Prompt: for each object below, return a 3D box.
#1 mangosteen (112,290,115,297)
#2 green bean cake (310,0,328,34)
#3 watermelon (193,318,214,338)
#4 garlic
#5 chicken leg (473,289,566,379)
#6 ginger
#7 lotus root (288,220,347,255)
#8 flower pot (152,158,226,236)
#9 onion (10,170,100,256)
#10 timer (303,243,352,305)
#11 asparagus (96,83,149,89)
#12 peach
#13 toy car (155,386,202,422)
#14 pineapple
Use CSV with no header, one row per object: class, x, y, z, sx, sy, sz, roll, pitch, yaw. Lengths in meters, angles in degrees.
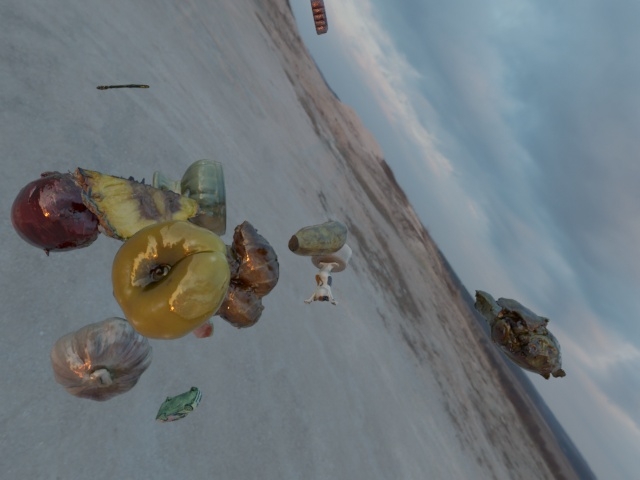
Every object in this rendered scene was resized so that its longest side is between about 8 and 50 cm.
mangosteen,-0.756,0.208,1.654,0.156,0.181,0.145,18,40,-41
green bean cake,-0.004,-0.946,1.723,0.135,0.057,0.135,-93,172,-52
watermelon,-0.435,0.310,1.503,0.092,0.084,0.072,26,9,33
garlic,-0.753,0.418,1.430,0.322,0.322,0.240,43,24,-48
chicken leg,0.542,0.240,1.201,0.361,0.140,0.211,-121,-173,-58
ginger,-0.275,0.116,1.359,0.275,0.357,0.152,24,4,-32
lotus root,0.000,0.000,1.201,0.259,0.110,0.097,-15,64,-53
flower pot,-0.484,-0.152,1.529,0.307,0.245,0.306,178,-90,-73
onion,-0.772,-0.093,1.246,0.276,0.276,0.276,53,13,-18
timer,0.023,0.145,1.710,0.175,0.176,0.265,46,46,-40
asparagus,-0.596,-0.463,1.238,0.013,0.166,0.016,-53,143,-83
peach,-0.215,0.054,0.603,0.179,0.179,0.103,62,-5,23
toy car,-0.561,0.668,1.653,0.076,0.225,0.090,54,21,-26
pineapple,-0.456,-0.069,1.010,0.335,0.161,0.158,4,90,-54
